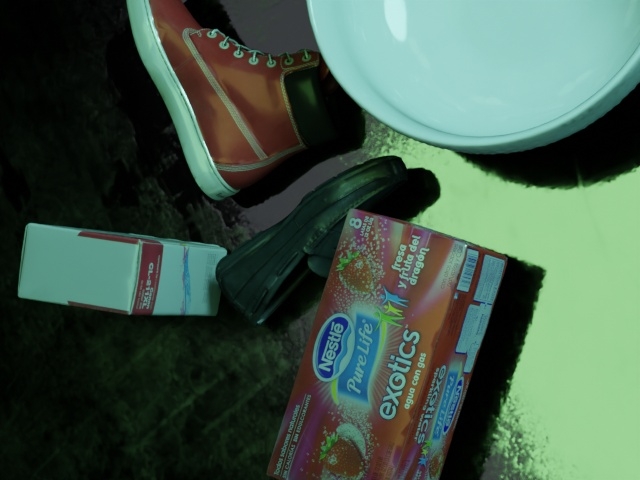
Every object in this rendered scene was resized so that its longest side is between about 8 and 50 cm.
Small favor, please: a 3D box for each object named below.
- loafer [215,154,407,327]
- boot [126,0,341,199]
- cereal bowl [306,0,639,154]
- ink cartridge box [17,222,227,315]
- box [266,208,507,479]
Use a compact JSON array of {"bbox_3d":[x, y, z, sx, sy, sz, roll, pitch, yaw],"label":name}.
[{"bbox_3d":[0.000,0.000,1.578,0.223,0.076,0.078,-37,77,20],"label":"loafer"},{"bbox_3d":[-0.077,-0.185,1.625,0.176,0.088,0.244,-28,82,18],"label":"boot"},{"bbox_3d":[0.166,-0.236,1.493,0.339,0.141,0.339,-3,83,24],"label":"cereal bowl"},{"bbox_3d":[-0.186,0.030,1.597,0.127,0.175,0.072,7,90,24],"label":"ink cartridge box"},{"bbox_3d":[0.063,0.112,1.505,0.123,0.128,0.256,18,92,24],"label":"box"}]
